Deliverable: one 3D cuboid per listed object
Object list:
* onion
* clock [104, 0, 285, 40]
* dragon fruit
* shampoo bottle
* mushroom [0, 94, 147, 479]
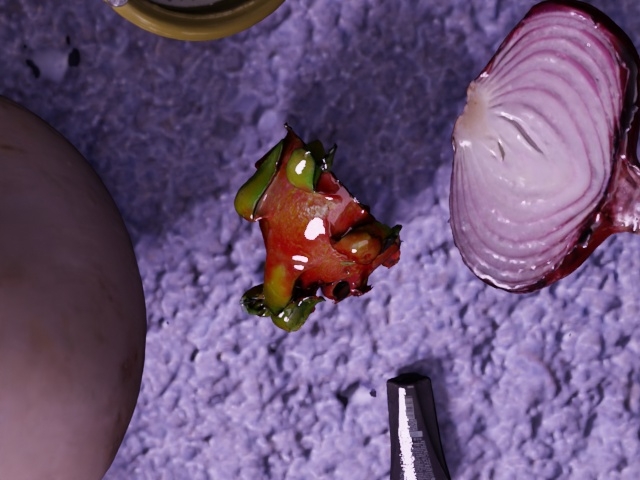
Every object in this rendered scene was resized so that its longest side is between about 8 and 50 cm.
[{"bbox_3d":[0.173,-0.060,1.007,0.151,0.098,0.205,27,104,15],"label":"onion"},{"bbox_3d":[-0.088,-0.250,0.935,0.237,0.057,0.237,-13,111,-38],"label":"clock"},{"bbox_3d":[0.000,0.000,1.001,0.142,0.138,0.175,16,117,-29],"label":"dragon fruit"},{"bbox_3d":[0.075,0.170,1.101,0.048,0.027,0.137,-4,105,13],"label":"shampoo bottle"},{"bbox_3d":[-0.296,0.067,0.949,0.362,0.294,0.362,1,68,-3],"label":"mushroom"}]
